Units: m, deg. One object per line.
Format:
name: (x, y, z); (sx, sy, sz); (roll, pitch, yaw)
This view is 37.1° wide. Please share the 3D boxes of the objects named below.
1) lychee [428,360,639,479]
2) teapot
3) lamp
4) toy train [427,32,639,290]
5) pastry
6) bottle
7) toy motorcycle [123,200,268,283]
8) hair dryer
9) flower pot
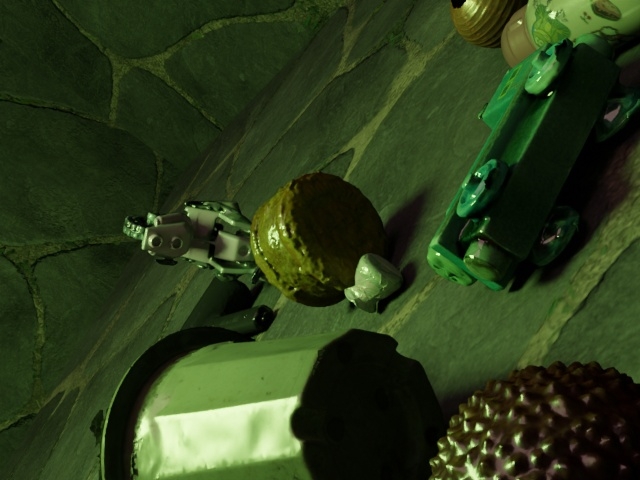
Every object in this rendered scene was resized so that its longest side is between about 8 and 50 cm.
lychee: (0.148, 0.157, 0.582); (0.188, 0.188, 0.188); (-48, 16, 19)
teapot: (0.072, 0.057, 1.256); (0.064, 0.064, 0.083); (-56, -19, 19)
lamp: (0.264, -0.358, 1.445); (0.136, 0.136, 0.136); (-48, 16, 19)
toy train: (0.216, -0.082, 1.024); (0.298, 0.120, 0.194); (-59, 9, -18)
pastry: (0.000, 0.000, 1.344); (0.103, 0.189, 0.188); (-42, 19, 48)
bottle: (0.315, -0.271, 1.130); (0.253, 0.120, 0.120); (-30, 27, 59)
toy motorcycle: (-0.186, 0.001, 1.738); (0.188, 0.327, 0.143); (27, 106, 54)
hair dryer: (-0.161, 0.151, 1.719); (0.251, 0.089, 0.197); (-15, 38, 53)
flower pot: (-0.031, 0.201, 0.919); (0.259, 0.290, 0.290); (-20, 34, 42)
